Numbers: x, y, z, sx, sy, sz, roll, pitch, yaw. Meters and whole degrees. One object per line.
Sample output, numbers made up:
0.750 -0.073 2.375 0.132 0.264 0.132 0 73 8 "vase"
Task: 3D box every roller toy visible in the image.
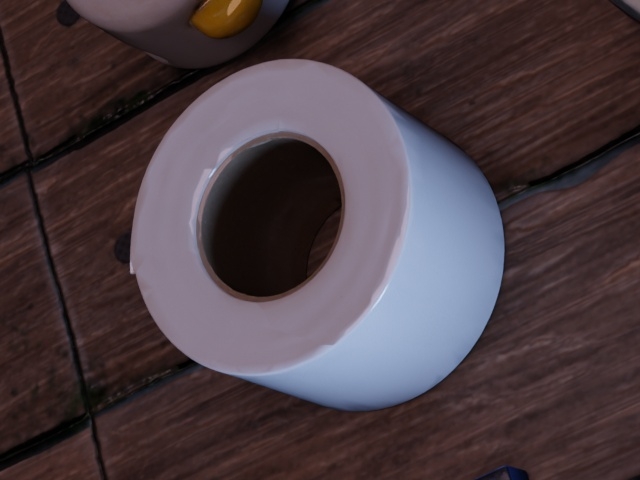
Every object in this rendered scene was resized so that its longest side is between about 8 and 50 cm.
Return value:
-0.127 -0.252 1.615 0.191 0.146 0.209 -13 71 27 "roller toy"

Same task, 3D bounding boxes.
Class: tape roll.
0.000 0.000 1.457 0.246 0.169 0.246 -9 72 29 "tape roll"

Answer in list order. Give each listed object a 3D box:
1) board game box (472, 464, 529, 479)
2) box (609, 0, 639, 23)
0.114 0.310 1.378 0.165 0.042 0.243 -29 64 21 "board game box"
0.322 -0.182 1.346 0.232 0.127 0.148 43 99 31 "box"
